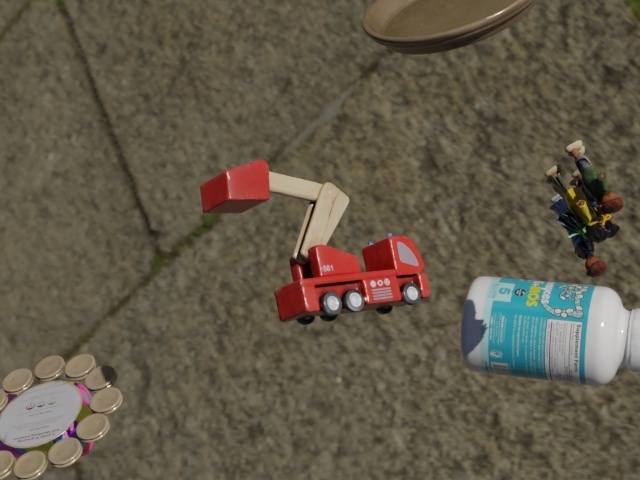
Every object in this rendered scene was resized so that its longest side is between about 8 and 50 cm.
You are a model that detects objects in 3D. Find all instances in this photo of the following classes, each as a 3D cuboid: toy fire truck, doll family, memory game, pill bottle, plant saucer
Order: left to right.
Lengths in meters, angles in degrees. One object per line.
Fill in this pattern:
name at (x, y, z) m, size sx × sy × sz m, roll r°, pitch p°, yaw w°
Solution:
memory game at (-0.304, 0.191, 1.311) m, size 0.186 × 0.012 × 0.186 m, roll -11°, pitch 37°, yaw 8°
toy fire truck at (0.000, 0.000, 1.018) m, size 0.047 × 0.192 × 0.135 m, roll -24°, pitch 75°, yaw 52°
plant saucer at (0.196, -0.342, 1.739) m, size 0.278 × 0.041 × 0.278 m, roll -16°, pitch 30°, yaw 10°
pill bottle at (0.347, 0.134, 1.759) m, size 0.264 × 0.146 × 0.146 m, roll 5°, pitch 80°, yaw 19°
doll family at (0.315, -0.030, 1.423) m, size 0.076 × 0.193 × 0.111 m, roll -33°, pitch 66°, yaw 6°

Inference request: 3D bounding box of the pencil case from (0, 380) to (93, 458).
pencil case at (-0.393, 0.223, 1.473) m, size 0.236 × 0.104 × 0.104 m, roll -6°, pitch 72°, yaw 13°
